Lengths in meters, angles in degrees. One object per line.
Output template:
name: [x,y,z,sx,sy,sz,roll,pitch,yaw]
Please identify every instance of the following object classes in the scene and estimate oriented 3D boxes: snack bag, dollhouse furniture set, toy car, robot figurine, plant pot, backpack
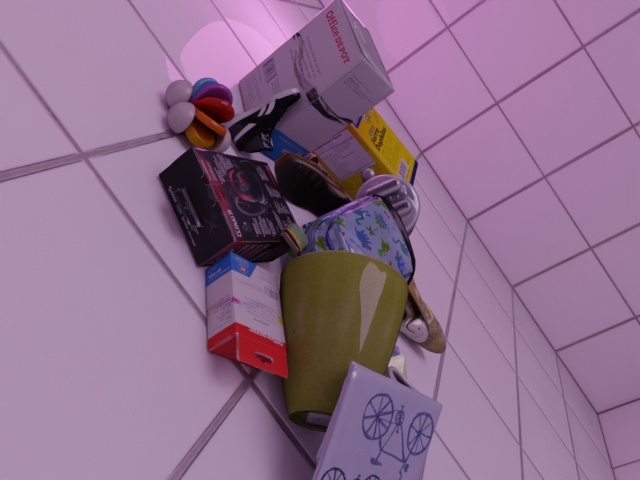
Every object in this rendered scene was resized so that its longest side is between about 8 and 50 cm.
snack bag: [0.092,0.421,0.989,0.323,0.037,0.342,34,71,-43]
dollhouse furniture set: [-0.014,0.018,1.170,0.151,0.059,0.076,54,26,-5]
toy car: [-0.262,-0.303,1.266,0.159,0.136,0.181,29,37,-46]
robot figurine: [0.203,-0.083,1.715,0.353,0.200,0.299,68,1,-79]
plant pot: [0.029,0.215,1.086,0.275,0.275,0.293,39,46,-35]
backpack: [0.081,0.035,1.371,0.356,0.273,0.289,-18,85,-35]

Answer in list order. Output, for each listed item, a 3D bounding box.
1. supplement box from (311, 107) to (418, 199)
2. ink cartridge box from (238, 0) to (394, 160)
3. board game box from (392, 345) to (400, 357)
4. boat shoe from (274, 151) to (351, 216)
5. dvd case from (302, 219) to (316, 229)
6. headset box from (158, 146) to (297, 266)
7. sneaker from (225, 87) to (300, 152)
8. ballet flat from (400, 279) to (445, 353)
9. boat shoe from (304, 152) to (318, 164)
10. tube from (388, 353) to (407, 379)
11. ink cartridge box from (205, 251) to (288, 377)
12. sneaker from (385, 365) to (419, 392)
supplement box: [0.151,-0.297,1.901,0.356,0.194,0.195,46,41,-25]
ink cartridge box: [-0.022,-0.441,1.559,0.166,0.395,0.285,28,38,-47]
board game box: [0.193,0.318,1.509,0.090,0.020,0.090,40,30,-36]
boat shoe: [-0.030,-0.164,1.571,0.324,0.123,0.119,37,25,-53]
dvd case: [0.000,0.000,1.538,0.119,0.013,0.087,61,25,3]
headset box: [-0.188,-0.066,1.155,0.293,0.110,0.218,-2,62,-62]
sneaker: [-0.130,-0.302,1.441,0.121,0.217,0.079,62,3,-2]
ballet flat: [0.263,0.210,1.659,0.348,0.123,0.123,64,24,-5]
boat shoe: [-0.038,-0.230,1.653,0.045,0.050,0.135,50,-15,11]
tube: [0.176,0.389,1.260,0.070,0.062,0.239,1,78,-68]
ink cartridge box: [-0.140,0.151,1.027,0.134,0.078,0.230,33,34,-41]
sneaker: [0.168,0.418,1.172,0.292,0.169,0.108,64,24,10]
